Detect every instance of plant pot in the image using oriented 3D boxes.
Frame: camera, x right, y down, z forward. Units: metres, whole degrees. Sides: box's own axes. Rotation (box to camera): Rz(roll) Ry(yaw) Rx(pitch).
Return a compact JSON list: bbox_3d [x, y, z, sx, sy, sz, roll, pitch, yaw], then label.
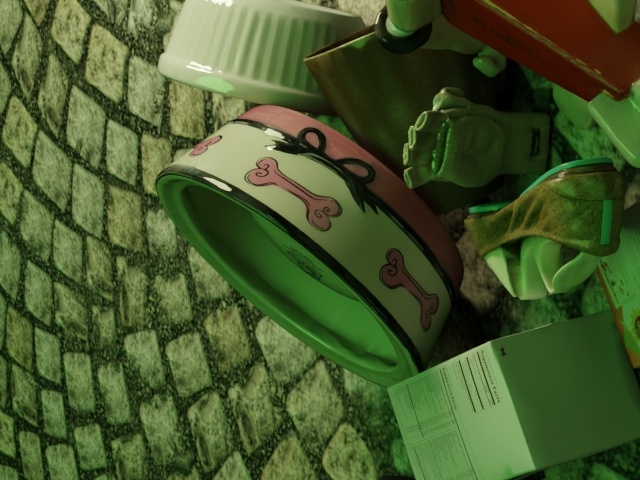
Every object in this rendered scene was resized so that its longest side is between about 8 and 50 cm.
[{"bbox_3d":[0.124,-0.152,1.978,0.215,0.215,0.230,-13,104,54],"label":"plant pot"}]

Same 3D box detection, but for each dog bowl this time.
[{"bbox_3d":[0.000,0.000,2.054,0.408,0.150,0.408,35,164,11],"label":"dog bowl"}]

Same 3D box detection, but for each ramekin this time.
[{"bbox_3d":[-0.062,-0.247,2.146,0.273,0.273,0.127,24,104,49],"label":"ramekin"}]

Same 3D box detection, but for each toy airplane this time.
[{"bbox_3d":[0.265,-0.246,1.660,0.384,0.272,0.386,44,163,-27],"label":"toy airplane"}]

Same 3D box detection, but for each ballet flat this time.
[{"bbox_3d":[0.243,-0.001,1.835,0.342,0.116,0.124,153,110,-72],"label":"ballet flat"}]

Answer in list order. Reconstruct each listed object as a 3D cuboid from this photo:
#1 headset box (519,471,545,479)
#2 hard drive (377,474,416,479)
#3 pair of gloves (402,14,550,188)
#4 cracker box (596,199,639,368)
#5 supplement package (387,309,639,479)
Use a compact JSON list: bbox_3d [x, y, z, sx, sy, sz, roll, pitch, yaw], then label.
[{"bbox_3d":[0.222,0.269,2.023,0.032,0.083,0.062,-29,74,53],"label":"headset box"},{"bbox_3d":[0.150,0.404,2.178,0.255,0.054,0.172,6,103,53],"label":"hard drive"},{"bbox_3d":[0.173,-0.180,1.877,0.042,0.204,0.240,15,111,51],"label":"pair of gloves"},{"bbox_3d":[0.375,0.026,1.732,0.155,0.067,0.232,71,157,12],"label":"cracker box"},{"bbox_3d":[0.225,0.191,1.906,0.203,0.194,0.149,-32,73,53],"label":"supplement package"}]
